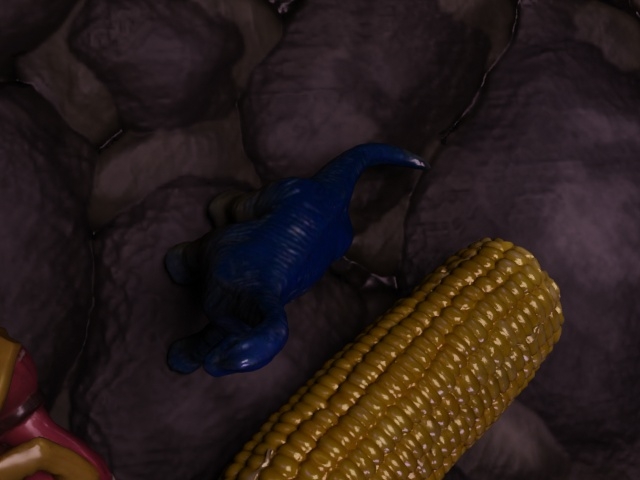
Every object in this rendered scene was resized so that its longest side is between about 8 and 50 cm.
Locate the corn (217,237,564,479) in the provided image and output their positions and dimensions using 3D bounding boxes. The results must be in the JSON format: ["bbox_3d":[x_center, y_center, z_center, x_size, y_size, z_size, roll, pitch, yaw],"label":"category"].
[{"bbox_3d":[0.041,0.094,0.868,0.093,0.093,0.244,50,62,-8],"label":"corn"}]

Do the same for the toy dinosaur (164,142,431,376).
[{"bbox_3d":[0.000,0.000,0.818,0.248,0.188,0.075,-35,102,-29],"label":"toy dinosaur"}]

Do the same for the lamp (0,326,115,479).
[{"bbox_3d":[-0.173,0.099,0.754,0.118,0.118,0.253,-39,99,-27],"label":"lamp"}]
